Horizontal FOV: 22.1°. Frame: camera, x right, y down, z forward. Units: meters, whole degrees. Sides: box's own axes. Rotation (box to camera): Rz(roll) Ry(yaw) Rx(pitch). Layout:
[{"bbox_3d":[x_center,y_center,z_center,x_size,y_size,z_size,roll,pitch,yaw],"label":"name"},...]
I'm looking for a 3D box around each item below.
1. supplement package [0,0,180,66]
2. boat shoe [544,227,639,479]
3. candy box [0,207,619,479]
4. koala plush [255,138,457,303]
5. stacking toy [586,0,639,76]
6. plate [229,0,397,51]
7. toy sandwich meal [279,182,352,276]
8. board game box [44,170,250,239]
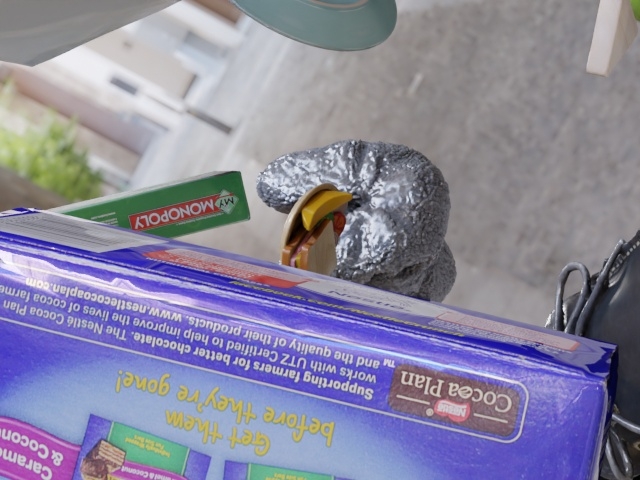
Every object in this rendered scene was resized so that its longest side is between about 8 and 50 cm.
[{"bbox_3d":[-0.255,-0.311,1.315,0.175,0.293,0.177,-19,-11,28],"label":"supplement package"},{"bbox_3d":[0.245,0.095,1.182,0.500,0.156,0.186,73,-175,-69],"label":"boat shoe"},{"bbox_3d":[-0.043,0.170,0.652,0.122,0.268,0.317,-10,-68,-75],"label":"candy box"},{"bbox_3d":[0.073,0.013,1.706,0.203,0.221,0.196,-18,57,22],"label":"koala plush"},{"bbox_3d":[0.274,-0.333,1.606,0.309,0.130,0.279,-42,-39,-48],"label":"stacking toy"},{"bbox_3d":[-0.016,-0.227,1.347,0.024,0.188,0.188,-56,11,38],"label":"plate"},{"bbox_3d":[0.000,0.000,1.152,0.085,0.029,0.085,-39,-40,-44],"label":"toy sandwich meal"},{"bbox_3d":[-0.228,-0.005,1.426,0.213,0.317,0.046,-166,62,-82],"label":"board game box"}]
